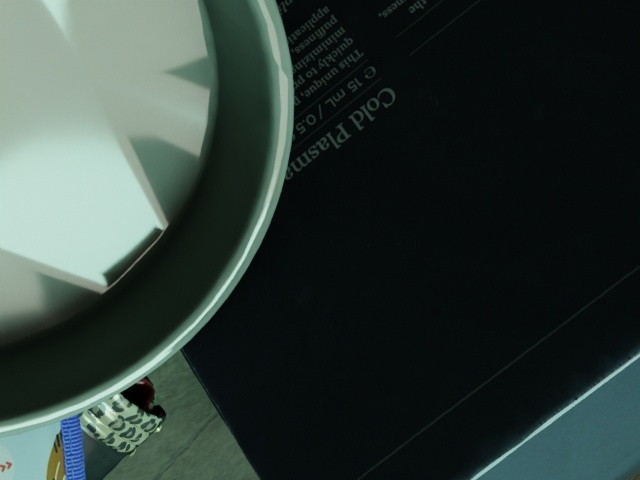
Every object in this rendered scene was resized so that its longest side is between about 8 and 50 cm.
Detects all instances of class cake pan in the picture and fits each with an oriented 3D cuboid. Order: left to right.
[{"bbox_3d":[-0.156,-0.049,0.669,0.293,0.054,0.293,-10,118,-20],"label":"cake pan"}]

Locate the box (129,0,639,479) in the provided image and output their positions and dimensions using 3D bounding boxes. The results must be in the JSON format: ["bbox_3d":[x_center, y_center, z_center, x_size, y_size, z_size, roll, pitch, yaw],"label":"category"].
[{"bbox_3d":[0.085,-0.033,0.802,0.343,0.312,0.179,-38,152,8],"label":"box"}]

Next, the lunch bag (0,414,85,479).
[{"bbox_3d":[-0.302,0.175,0.776,0.328,0.239,0.385,-2,106,-47],"label":"lunch bag"}]

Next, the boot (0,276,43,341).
[{"bbox_3d":[-0.185,-0.009,0.749,0.059,0.084,0.158,-17,137,42],"label":"boot"}]

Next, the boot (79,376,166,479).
[{"bbox_3d":[-0.176,0.172,1.091,0.179,0.085,0.236,-38,152,3],"label":"boot"}]
